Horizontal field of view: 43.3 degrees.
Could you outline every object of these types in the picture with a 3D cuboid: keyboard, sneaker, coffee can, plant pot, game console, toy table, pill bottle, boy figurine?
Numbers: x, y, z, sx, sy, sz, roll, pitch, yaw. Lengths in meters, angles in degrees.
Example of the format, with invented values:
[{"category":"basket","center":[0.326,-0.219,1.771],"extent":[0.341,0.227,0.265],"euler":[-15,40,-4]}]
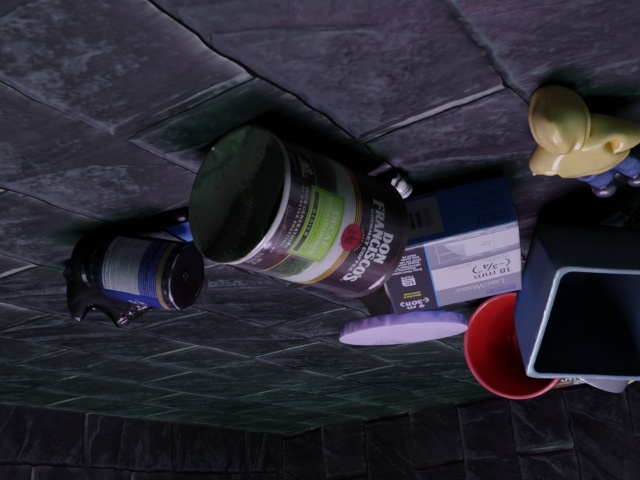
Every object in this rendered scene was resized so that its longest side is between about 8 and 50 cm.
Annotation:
[{"category":"keyboard","center":[0.632,-0.049,1.577],"extent":[0.100,0.038,0.192],"euler":[-27,160,-7]},{"category":"sneaker","center":[0.102,-0.088,1.346],"extent":[0.109,0.040,0.044],"euler":[-14,126,41]},{"category":"coffee can","center":[-0.029,-0.035,1.211],"extent":[0.201,0.202,0.275],"euler":[-22,153,38]},{"category":"plant pot","center":[0.547,0.271,2.095],"extent":[0.274,0.275,0.243],"euler":[-18,165,32]},{"category":"plant pot","center":[0.499,0.087,1.532],"extent":[0.247,0.252,0.247],"euler":[2,122,-7]},{"category":"game console","center":[-0.215,0.006,1.443],"extent":[0.124,0.085,0.144],"euler":[-13,157,19]},{"category":"toy table","center":[0.171,0.128,1.746],"extent":[0.274,0.161,0.252],"euler":[-5,160,2]},{"category":"sneaker","center":[-0.370,0.110,1.625],"extent":[0.286,0.130,0.109],"euler":[-2,157,-11]},{"category":"pill bottle","center":[-0.329,0.051,1.437],"extent":[0.219,0.123,0.123],"euler":[8,164,21]},{"category":"boy figurine","center":[0.381,-0.139,1.185],"extent":[0.177,0.092,0.285],"euler":[-21,153,38]}]

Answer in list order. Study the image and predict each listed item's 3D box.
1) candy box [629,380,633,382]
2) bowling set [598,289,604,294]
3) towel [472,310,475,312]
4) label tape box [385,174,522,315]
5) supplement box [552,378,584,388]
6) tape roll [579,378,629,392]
[{"category":"candy box","center":[0.886,0.238,2.063],"extent":[0.316,0.088,0.183],"euler":[-33,-179,15]},{"category":"bowling set","center":[0.682,0.199,1.721],"extent":[0.286,0.200,0.154],"euler":[6,158,-16]},{"category":"towel","center":[0.461,0.190,2.183],"extent":[0.083,0.009,0.060],"euler":[5,158,-23]},{"category":"label tape box","center":[0.237,0.044,1.460],"extent":[0.240,0.106,0.334],"euler":[-13,145,8]},{"category":"supplement box","center":[0.711,0.311,2.270],"extent":[0.130,0.073,0.239],"euler":[-18,-162,32]},{"category":"tape roll","center":[0.591,0.244,1.790],"extent":[0.219,0.219,0.072],"euler":[13,111,-38]}]
